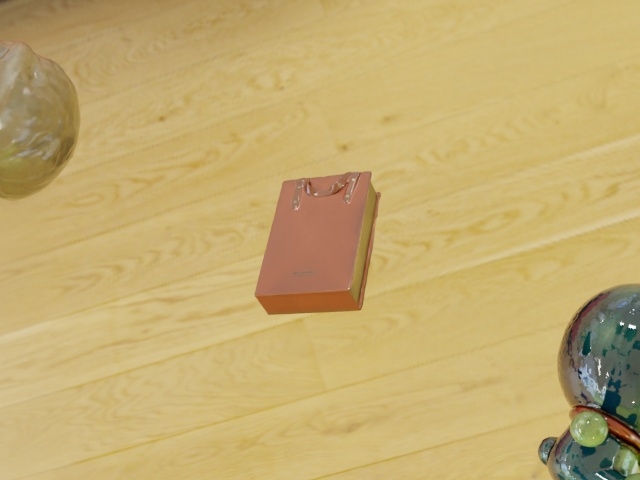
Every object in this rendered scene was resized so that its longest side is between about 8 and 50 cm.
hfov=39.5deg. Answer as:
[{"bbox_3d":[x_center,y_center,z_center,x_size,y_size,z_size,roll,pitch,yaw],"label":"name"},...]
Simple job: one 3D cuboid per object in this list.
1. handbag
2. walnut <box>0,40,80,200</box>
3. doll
[{"bbox_3d":[0.000,0.000,1.117,0.127,0.062,0.190,-4,50,22],"label":"handbag"},{"bbox_3d":[-0.283,-0.106,0.784,0.140,0.140,0.162,-5,53,13],"label":"walnut"},{"bbox_3d":[0.371,0.185,1.080,0.186,0.198,0.322,18,70,33],"label":"doll"}]
